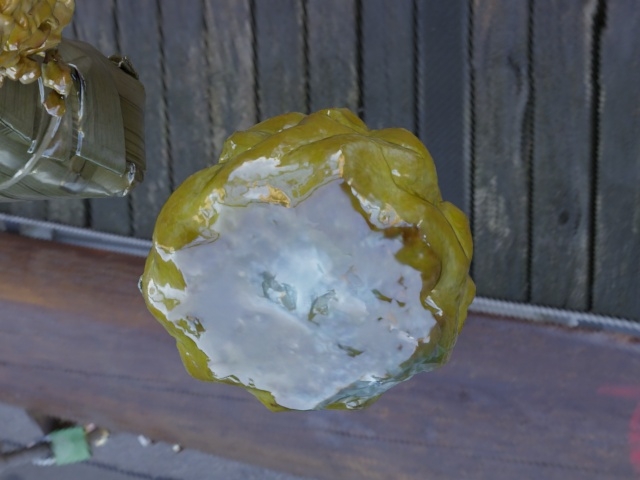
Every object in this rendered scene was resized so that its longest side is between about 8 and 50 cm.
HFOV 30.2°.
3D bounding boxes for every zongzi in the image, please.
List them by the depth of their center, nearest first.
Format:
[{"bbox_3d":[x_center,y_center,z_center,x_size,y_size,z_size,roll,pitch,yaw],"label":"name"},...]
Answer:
[{"bbox_3d":[-0.520,-0.182,1.430,0.499,0.467,0.218,-3,71,27],"label":"zongzi"}]

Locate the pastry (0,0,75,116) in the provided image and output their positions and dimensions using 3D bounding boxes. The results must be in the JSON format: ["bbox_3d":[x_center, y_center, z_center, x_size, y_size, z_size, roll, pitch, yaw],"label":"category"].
[{"bbox_3d":[-0.248,-0.169,0.875,0.154,0.250,0.102,35,104,1],"label":"pastry"}]

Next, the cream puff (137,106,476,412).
[{"bbox_3d":[0.000,0.000,0.527,0.146,0.116,0.146,1,121,2],"label":"cream puff"}]
